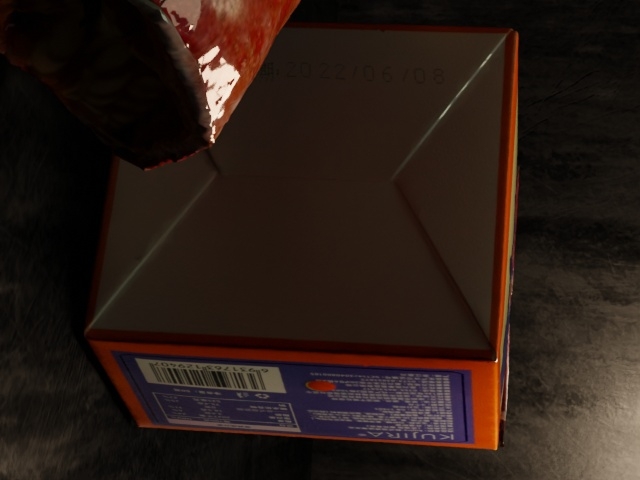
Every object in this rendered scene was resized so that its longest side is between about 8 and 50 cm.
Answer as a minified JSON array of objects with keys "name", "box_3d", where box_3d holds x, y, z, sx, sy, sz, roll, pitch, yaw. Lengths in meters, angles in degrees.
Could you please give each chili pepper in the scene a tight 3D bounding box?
[{"name":"chili pepper","box_3d":[-0.124,-0.204,1.205,0.251,0.229,0.305,89,19,-48]}]

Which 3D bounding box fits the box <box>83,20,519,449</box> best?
[{"name":"box","box_3d":[0.000,0.000,1.555,0.257,0.349,0.318,78,15,-63]}]
